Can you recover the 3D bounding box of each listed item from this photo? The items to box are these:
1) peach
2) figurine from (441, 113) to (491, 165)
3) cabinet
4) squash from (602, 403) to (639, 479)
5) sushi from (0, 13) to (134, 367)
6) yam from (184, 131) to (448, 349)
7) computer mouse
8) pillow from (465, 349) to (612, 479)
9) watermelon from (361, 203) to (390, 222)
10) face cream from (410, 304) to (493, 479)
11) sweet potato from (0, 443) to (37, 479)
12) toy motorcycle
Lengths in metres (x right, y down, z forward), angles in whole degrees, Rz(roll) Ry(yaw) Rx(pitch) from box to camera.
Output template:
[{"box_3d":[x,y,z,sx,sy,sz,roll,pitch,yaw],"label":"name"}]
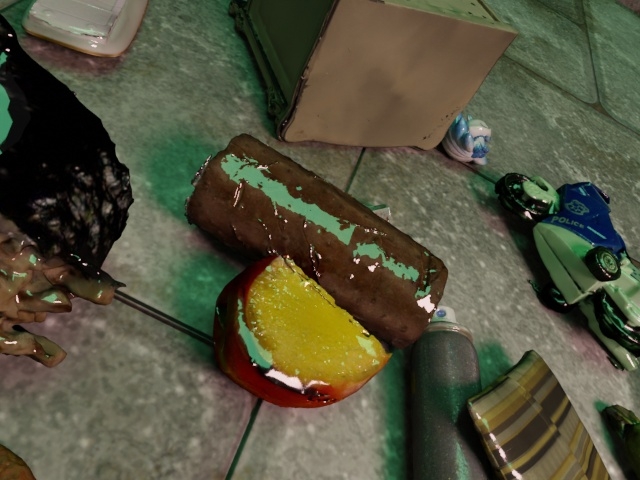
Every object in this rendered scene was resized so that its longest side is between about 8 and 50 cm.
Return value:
[{"box_3d":[-0.025,0.095,0.493,0.172,0.092,0.127,25,51,-24],"label":"peach"},{"box_3d":[0.238,-0.178,0.854,0.114,0.079,0.114,37,36,-34],"label":"figurine"},{"box_3d":[0.052,-0.328,0.781,0.290,0.227,0.317,-3,54,-29],"label":"cabinet"},{"box_3d":[0.430,0.326,0.564,0.071,0.080,0.318,-32,67,-1],"label":"squash"},{"box_3d":[-0.277,-0.022,0.373,0.239,0.224,0.218,13,50,26],"label":"sushi"},{"box_3d":[0.001,-0.001,0.562,0.280,0.131,0.131,31,46,-3],"label":"yam"},{"box_3d":[-0.308,-0.323,0.697,0.126,0.056,0.245,14,50,-17],"label":"computer mouse"},{"box_3d":[0.233,0.227,0.508,0.208,0.052,0.212,-5,67,-54],"label":"pillow"},{"box_3d":[0.063,-0.029,0.656,0.085,0.061,0.085,21,48,-25],"label":"watermelon"},{"box_3d":[0.126,0.192,0.506,0.073,0.073,0.283,19,49,-14],"label":"face cream"},{"box_3d":[-0.200,0.243,0.307,0.078,0.058,0.255,-4,50,-6],"label":"sweet potato"},{"box_3d":[0.400,0.021,0.761,0.197,0.125,0.331,-9,55,-32],"label":"toy motorcycle"}]
